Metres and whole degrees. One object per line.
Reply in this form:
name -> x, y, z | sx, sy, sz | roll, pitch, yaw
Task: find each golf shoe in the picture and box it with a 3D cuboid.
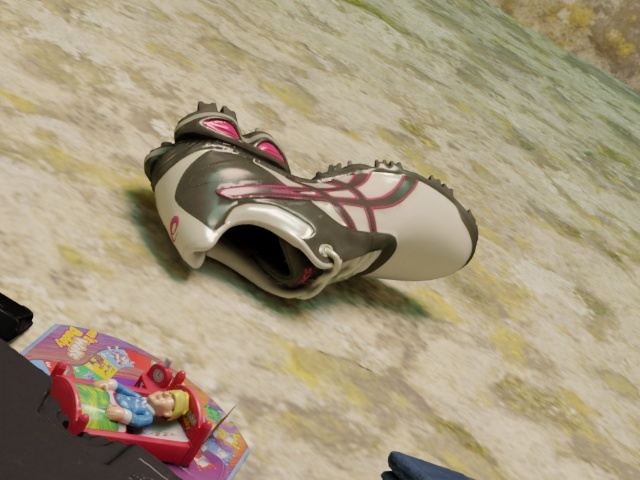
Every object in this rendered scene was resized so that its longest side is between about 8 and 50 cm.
golf shoe -> 0.000, 0.000, 0.998 | 0.273, 0.105, 0.120 | 15, 43, -27

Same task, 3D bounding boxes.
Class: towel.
towel -> 0.094, 0.164, 0.822 | 0.119, 0.029, 0.067 | 24, 5, -29

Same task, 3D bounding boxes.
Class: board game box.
board game box -> -0.100, 0.087, 0.727 | 0.133, 0.033, 0.168 | 34, 21, 2

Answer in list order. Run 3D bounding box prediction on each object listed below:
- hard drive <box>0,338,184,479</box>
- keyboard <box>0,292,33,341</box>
hard drive -> -0.137, 0.160, 0.474 | 0.237, 0.064, 0.339 | 36, 21, 7
keyboard -> -0.245, 0.005, 0.719 | 0.192, 0.038, 0.100 | 31, -2, -2
